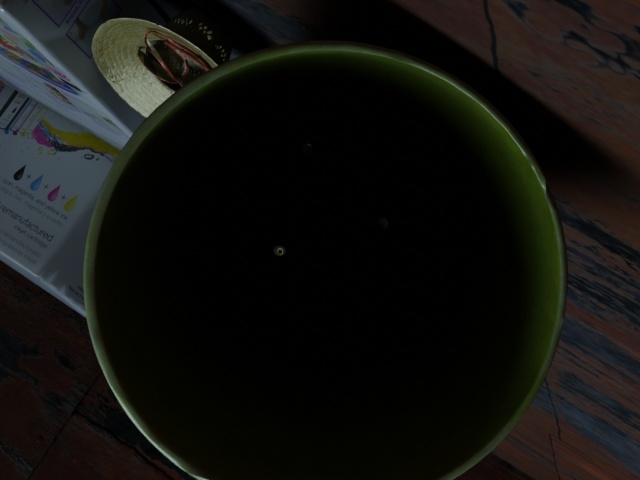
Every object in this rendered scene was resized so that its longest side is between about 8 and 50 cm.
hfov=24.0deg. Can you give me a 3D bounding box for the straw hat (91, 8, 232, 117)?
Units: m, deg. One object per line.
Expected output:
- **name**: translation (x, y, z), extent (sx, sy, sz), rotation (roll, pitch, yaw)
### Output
- **straw hat**: translation (-0.098, -0.139, 1.133), extent (0.144, 0.061, 0.144), rotation (24, 155, 12)

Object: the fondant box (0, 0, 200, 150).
- **fondant box**: translation (-0.239, -0.192, 1.248), extent (0.238, 0.096, 0.330), rotation (29, 173, 26)

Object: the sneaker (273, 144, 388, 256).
- **sneaker**: translation (0.034, -0.004, 1.220), extent (0.222, 0.118, 0.083), rotation (25, 169, 48)

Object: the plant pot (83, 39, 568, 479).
- **plant pot**: translation (0.000, 0.000, 0.995), extent (0.274, 0.275, 0.293), rotation (34, -173, -7)

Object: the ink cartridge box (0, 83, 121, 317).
- **ink cartridge box**: translation (-0.231, -0.067, 1.482), extent (0.171, 0.233, 0.168), rotation (30, 170, 26)
